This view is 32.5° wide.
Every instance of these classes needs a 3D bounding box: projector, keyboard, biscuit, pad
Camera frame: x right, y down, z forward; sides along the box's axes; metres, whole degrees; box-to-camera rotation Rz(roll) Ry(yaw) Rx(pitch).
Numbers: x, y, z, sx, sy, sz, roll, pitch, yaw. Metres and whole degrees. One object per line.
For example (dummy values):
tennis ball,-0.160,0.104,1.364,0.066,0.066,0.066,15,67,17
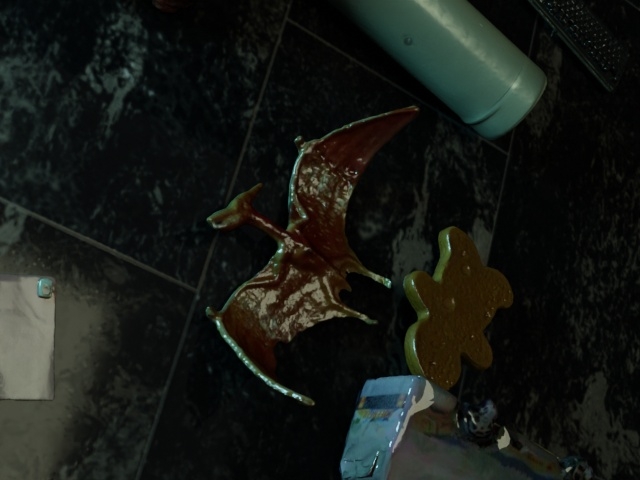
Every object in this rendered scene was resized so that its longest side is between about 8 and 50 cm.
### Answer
projector,0.104,-0.253,1.238,0.337,0.108,0.108,38,59,-20
keyboard,0.324,-0.299,1.447,0.230,0.025,0.093,43,55,-16
biscuit,0.140,0.081,1.195,0.138,0.031,0.205,46,44,-17
pad,-0.314,0.078,0.927,0.188,0.006,0.113,6,74,-32

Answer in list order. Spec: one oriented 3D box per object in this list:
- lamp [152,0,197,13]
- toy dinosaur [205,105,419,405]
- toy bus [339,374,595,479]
lamp,-0.145,-0.351,1.072,0.215,0.151,0.223,25,66,-21
toy dinosaur,0.009,0.000,1.100,0.327,0.113,0.206,-37,98,-37
toy bus,0.173,0.256,1.142,0.317,0.112,0.138,32,66,-22
